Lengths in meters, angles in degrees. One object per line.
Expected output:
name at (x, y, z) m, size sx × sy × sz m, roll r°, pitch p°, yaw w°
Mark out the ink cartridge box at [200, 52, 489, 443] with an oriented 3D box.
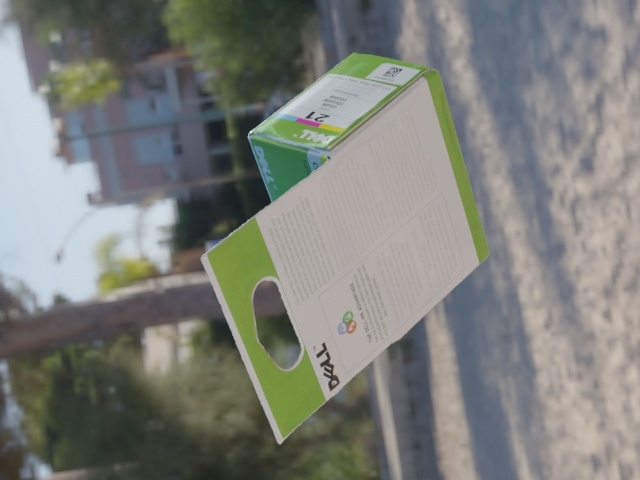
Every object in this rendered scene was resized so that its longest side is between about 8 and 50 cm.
ink cartridge box at (0.000, 0.000, 1.211) m, size 0.097 × 0.255 × 0.189 m, roll 19°, pitch 139°, yaw 44°
